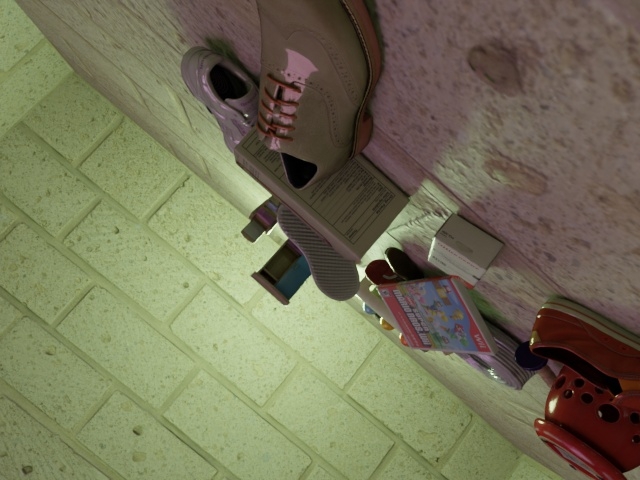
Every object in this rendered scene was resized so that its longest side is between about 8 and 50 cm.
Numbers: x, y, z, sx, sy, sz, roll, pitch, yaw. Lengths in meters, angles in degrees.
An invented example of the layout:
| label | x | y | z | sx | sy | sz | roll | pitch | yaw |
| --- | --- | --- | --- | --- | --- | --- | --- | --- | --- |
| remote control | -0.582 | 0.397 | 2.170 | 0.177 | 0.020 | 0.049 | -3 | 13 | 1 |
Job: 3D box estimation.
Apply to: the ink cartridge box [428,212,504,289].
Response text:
| label | x | y | z | sx | sy | sz | roll | pitch | yaw |
| --- | --- | --- | --- | --- | --- | --- | --- | --- | --- |
| ink cartridge box | 0.246 | 0.022 | 0.745 | 0.099 | 0.056 | 0.135 | 37 | 170 | 18 |

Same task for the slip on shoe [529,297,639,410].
| label | x | y | z | sx | sy | sz | roll | pitch | yaw |
| --- | --- | --- | --- | --- | --- | --- | --- | --- | --- |
| slip on shoe | 0.467 | 0.208 | 0.624 | 0.331 | 0.101 | 0.123 | 32 | 165 | 33 |

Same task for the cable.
| label | x | y | z | sx | sy | sz | roll | pitch | yaw |
| --- | --- | --- | --- | --- | --- | --- | --- | --- | --- |
| cable | 0.427 | 0.283 | 1.127 | 0.257 | 0.089 | 0.257 | 46 | 168 | -31 |

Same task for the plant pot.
| label | x | y | z | sx | sy | sz | roll | pitch | yaw |
| --- | --- | --- | --- | --- | --- | --- | --- | --- | --- |
| plant pot | 0.525 | 0.348 | 0.823 | 0.191 | 0.174 | 0.191 | 40 | 169 | 10 |

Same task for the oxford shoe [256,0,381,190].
| label | x | y | z | sx | sy | sz | roll | pitch | yaw |
| --- | --- | --- | --- | --- | --- | --- | --- | --- | --- |
| oxford shoe | -0.017 | -0.183 | 0.553 | 0.141 | 0.146 | 0.397 | 37 | 169 | 22 |

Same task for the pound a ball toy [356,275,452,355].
| label | x | y | z | sx | sy | sz | roll | pitch | yaw |
| --- | --- | --- | --- | --- | --- | --- | --- | --- | --- |
| pound a ball toy | 0.271 | 0.249 | 1.361 | 0.319 | 0.135 | 0.208 | 39 | 179 | 33 |

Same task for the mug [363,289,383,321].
| label | x | y | z | sx | sy | sz | roll | pitch | yaw |
| --- | --- | --- | --- | --- | --- | --- | --- | --- | --- |
| mug | 0.221 | 0.231 | 1.655 | 0.150 | 0.113 | 0.169 | 56 | 173 | -6 |

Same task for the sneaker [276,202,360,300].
| label | x | y | z | sx | sy | sz | roll | pitch | yaw |
| --- | --- | --- | --- | --- | --- | --- | --- | --- | --- |
| sneaker | 0.001 | -0.001 | 0.993 | 0.282 | 0.102 | 0.161 | 60 | -173 | -22 |

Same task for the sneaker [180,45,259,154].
| label | x | y | z | sx | sy | sz | roll | pitch | yaw |
| --- | --- | --- | --- | --- | --- | --- | --- | --- | --- |
| sneaker | -0.155 | -0.247 | 0.876 | 0.305 | 0.114 | 0.152 | 48 | 170 | -37 |

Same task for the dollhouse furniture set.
| label | x | y | z | sx | sy | sz | roll | pitch | yaw |
| --- | --- | --- | --- | --- | --- | --- | --- | --- | --- |
| dollhouse furniture set | -0.083 | 0.008 | 1.145 | 0.286 | 0.198 | 0.303 | 42 | 156 | -3 |

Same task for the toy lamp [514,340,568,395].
| label | x | y | z | sx | sy | sz | roll | pitch | yaw |
| --- | --- | --- | --- | --- | --- | --- | --- | --- | --- |
| toy lamp | 0.535 | 0.333 | 0.981 | 0.275 | 0.080 | 0.080 | 44 | 170 | -24 |

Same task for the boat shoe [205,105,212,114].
| label | x | y | z | sx | sy | sz | roll | pitch | yaw |
| --- | --- | --- | --- | --- | --- | --- | --- | --- | --- |
| boat shoe | -0.250 | -0.341 | 0.965 | 0.066 | 0.063 | 0.184 | 40 | 170 | -1 |

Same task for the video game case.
| label | x | y | z | sx | sy | sz | roll | pitch | yaw |
| --- | --- | --- | --- | --- | --- | --- | --- | --- | --- |
| video game case | 0.275 | 0.187 | 1.066 | 0.204 | 0.025 | 0.285 | 60 | 150 | -6 |

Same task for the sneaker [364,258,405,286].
| label | x | y | z | sx | sy | sz | roll | pitch | yaw |
| --- | --- | --- | --- | --- | --- | --- | --- | --- | --- |
| sneaker | 0.229 | 0.138 | 1.246 | 0.221 | 0.087 | 0.128 | 30 | 165 | 50 |

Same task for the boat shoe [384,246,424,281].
| label | x | y | z | sx | sy | sz | roll | pitch | yaw |
| --- | --- | --- | --- | --- | --- | --- | --- | --- | --- |
| boat shoe | 0.206 | 0.069 | 1.106 | 0.152 | 0.056 | 0.049 | 45 | 164 | -29 |

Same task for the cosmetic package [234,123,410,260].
| label | x | y | z | sx | sy | sz | roll | pitch | yaw |
| --- | --- | --- | --- | --- | --- | --- | --- | --- | --- |
| cosmetic package | -0.002 | -0.112 | 0.814 | 0.296 | 0.153 | 0.129 | 43 | 172 | -5 |
